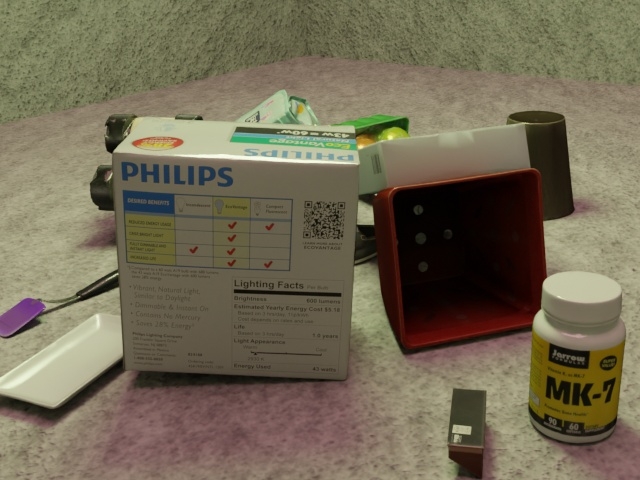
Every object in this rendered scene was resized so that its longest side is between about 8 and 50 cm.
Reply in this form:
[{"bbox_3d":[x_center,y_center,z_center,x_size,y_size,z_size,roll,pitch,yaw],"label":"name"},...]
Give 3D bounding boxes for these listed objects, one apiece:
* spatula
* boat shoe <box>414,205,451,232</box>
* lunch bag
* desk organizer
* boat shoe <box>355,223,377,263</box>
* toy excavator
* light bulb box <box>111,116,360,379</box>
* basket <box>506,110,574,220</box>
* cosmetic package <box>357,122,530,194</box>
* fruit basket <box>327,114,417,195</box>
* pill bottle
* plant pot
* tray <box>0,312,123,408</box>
[{"bbox_3d":[-0.491,0.108,1.525,0.084,0.030,0.296,15,28,42],"label":"spatula"},{"bbox_3d":[0.244,-0.076,1.801,0.096,0.098,0.277,-6,15,-1],"label":"boat shoe"},{"bbox_3d":[-0.127,-0.263,1.986,0.223,0.160,0.262,-30,-3,15],"label":"lunch bag"},{"bbox_3d":[0.195,0.254,1.044,0.047,0.050,0.130,2,23,13],"label":"desk organizer"},{"bbox_3d":[0.000,0.000,1.636,0.335,0.095,0.112,-13,24,-22],"label":"boat shoe"},{"bbox_3d":[-0.350,-0.170,1.981,0.223,0.445,0.432,2,64,12],"label":"toy excavator"},{"bbox_3d":[-0.123,0.007,1.249,0.358,0.360,0.225,3,23,-1],"label":"light bulb box"},{"bbox_3d":[0.494,-0.177,1.831,0.205,0.226,0.154,-5,22,-3],"label":"basket"},{"bbox_3d":[0.203,-0.154,1.591,0.285,0.097,0.377,-11,3,-13],"label":"cosmetic package"},{"bbox_3d":[0.182,-0.208,2.108,0.327,0.165,0.353,-18,42,-30],"label":"fruit basket"},{"bbox_3d":[0.344,0.155,1.058,0.119,0.208,0.119,-3,22,1],"label":"pill bottle"},{"bbox_3d":[0.220,0.014,1.396,0.267,0.267,0.236,-9,10,-13],"label":"plant pot"},{"bbox_3d":[-0.395,0.198,1.292,0.145,0.030,0.270,8,25,24],"label":"tray"}]
